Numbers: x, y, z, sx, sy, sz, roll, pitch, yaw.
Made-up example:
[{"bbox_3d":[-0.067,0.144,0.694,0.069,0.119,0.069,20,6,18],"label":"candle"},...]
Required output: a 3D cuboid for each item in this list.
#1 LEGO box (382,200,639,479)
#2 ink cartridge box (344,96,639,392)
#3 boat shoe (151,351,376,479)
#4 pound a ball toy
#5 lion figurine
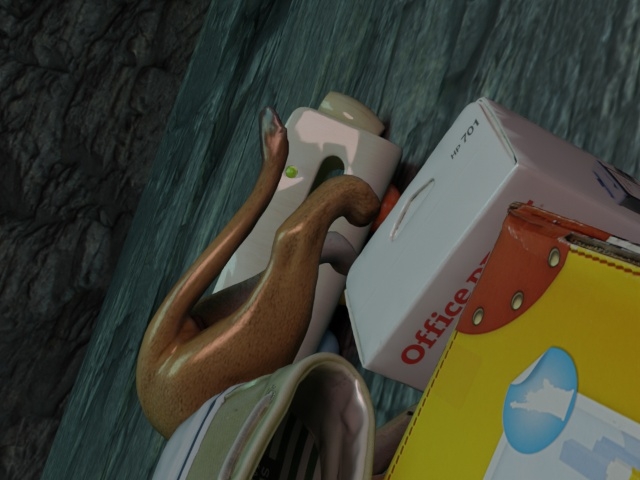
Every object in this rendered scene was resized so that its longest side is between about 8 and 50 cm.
[{"bbox_3d":[0.114,0.273,0.311,0.500,0.193,0.372,-65,21,3],"label":"LEGO box"},{"bbox_3d":[0.130,0.031,0.530,0.140,0.190,0.082,-56,23,25],"label":"ink cartridge box"},{"bbox_3d":[-0.039,0.167,0.373,0.094,0.109,0.302,-47,25,38],"label":"boat shoe"},{"bbox_3d":[0.000,0.000,1.006,0.208,0.135,0.319,21,-87,-86],"label":"pound a ball toy"},{"bbox_3d":[-0.026,0.135,0.643,0.240,0.392,0.142,-35,21,-15],"label":"lion figurine"}]
